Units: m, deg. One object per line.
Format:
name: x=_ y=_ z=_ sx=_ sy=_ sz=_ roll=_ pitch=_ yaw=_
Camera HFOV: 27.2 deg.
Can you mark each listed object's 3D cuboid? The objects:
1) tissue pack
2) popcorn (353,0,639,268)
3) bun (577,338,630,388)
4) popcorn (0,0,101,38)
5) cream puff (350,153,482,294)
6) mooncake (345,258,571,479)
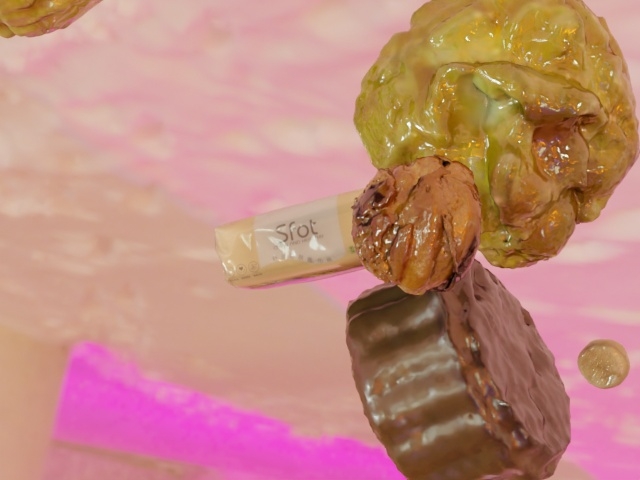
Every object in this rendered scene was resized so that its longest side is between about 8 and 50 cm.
tissue pack: x=0.000 y=0.000 z=1.630 sx=0.222 sy=0.090 sz=0.186 roll=-12 pitch=173 yaw=20
popcorn: x=0.185 y=-0.125 z=1.322 sx=0.247 sy=0.282 sz=0.282 roll=35 pitch=176 yaw=30
bun: x=0.465 y=0.199 z=2.161 sx=0.086 sy=0.086 sz=0.055 roll=0 pitch=-167 yaw=26
popcorn: x=-0.301 y=-0.310 z=1.288 sx=0.249 sy=0.249 sz=0.225 roll=8 pitch=145 yaw=4
cream puff: x=0.077 y=-0.012 z=1.132 sx=0.104 sy=0.119 sz=0.133 roll=4 pitch=166 yaw=-28
mooncake: x=0.181 y=0.177 z=1.681 sx=0.187 sy=0.324 sz=0.324 roll=-27 pitch=147 yaw=21
